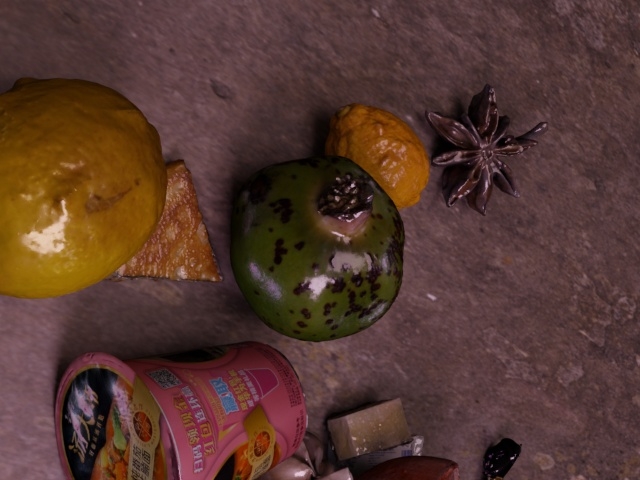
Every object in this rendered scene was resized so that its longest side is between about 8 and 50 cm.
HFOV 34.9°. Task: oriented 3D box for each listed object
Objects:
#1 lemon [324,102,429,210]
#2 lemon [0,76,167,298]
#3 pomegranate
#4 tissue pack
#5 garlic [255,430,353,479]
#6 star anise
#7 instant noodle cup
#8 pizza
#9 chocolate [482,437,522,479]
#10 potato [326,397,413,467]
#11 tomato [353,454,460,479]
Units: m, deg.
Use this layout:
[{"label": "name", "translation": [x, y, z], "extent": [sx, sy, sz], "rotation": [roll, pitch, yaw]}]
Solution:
[{"label": "lemon", "translation": [0.077, -0.118, 1.470], "extent": [0.187, 0.142, 0.142], "rotation": [51, 61, -23]}, {"label": "lemon", "translation": [-0.291, -0.058, 1.117], "extent": [0.288, 0.233, 0.234], "rotation": [-39, 114, -34]}, {"label": "pomegranate", "translation": [0.000, 0.000, 1.340], "extent": [0.254, 0.270, 0.254], "rotation": [8, 58, -13]}, {"label": "tissue pack", "translation": [0.084, 0.360, 1.559], "extent": [0.193, 0.026, 0.123], "rotation": [9, 85, -39]}, {"label": "garlic", "translation": [-0.024, 0.312, 1.373], "extent": [0.131, 0.194, 0.127], "rotation": [45, 54, -15]}, {"label": "star anise", "translation": [0.264, -0.147, 1.654], "extent": [0.231, 0.089, 0.209], "rotation": [6, 99, -33]}, {"label": "instant noodle cup", "translation": [-0.156, 0.226, 1.251], "extent": [0.255, 0.243, 0.244], "rotation": [-11, 98, -46]}, {"label": "pizza", "translation": [-0.188, -0.007, 1.324], "extent": [0.176, 0.036, 0.185], "rotation": [32, 70, -37]}, {"label": "chocolate", "translation": [0.294, 0.404, 1.706], "extent": [0.070, 0.072, 0.147], "rotation": [37, 74, -37]}, {"label": "potato", "translation": [0.072, 0.282, 1.508], "extent": [0.122, 0.061, 0.086], "rotation": [-9, 74, -39]}, {"label": "tomato", "translation": [0.066, 0.443, 1.425], "extent": [0.338, 0.143, 0.338], "rotation": [-45, 149, -38]}]
